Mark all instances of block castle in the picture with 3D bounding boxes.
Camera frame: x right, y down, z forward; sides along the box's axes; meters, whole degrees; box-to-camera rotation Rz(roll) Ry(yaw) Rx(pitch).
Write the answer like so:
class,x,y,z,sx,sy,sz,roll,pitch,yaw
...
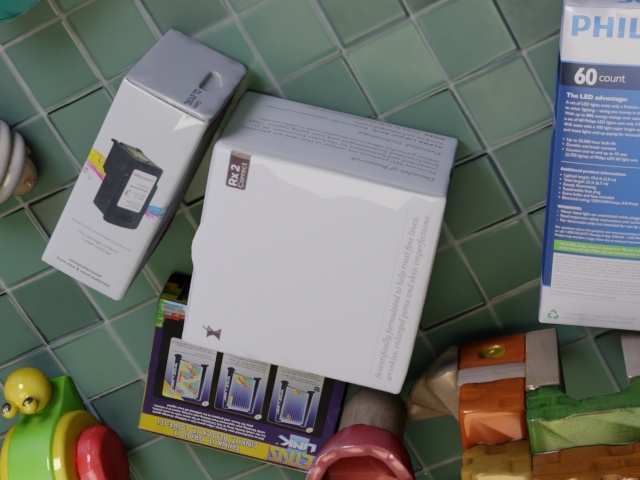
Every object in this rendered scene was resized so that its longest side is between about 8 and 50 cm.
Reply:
class,x,y,z,sx,sy,sz,roll,pitch,yaw
block castle,0.234,0.242,1.195,0.453,0.213,0.303,-8,108,10

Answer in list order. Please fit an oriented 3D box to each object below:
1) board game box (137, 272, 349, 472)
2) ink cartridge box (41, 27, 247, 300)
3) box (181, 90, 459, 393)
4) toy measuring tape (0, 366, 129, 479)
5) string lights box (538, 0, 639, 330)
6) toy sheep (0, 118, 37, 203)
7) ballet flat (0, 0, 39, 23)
class,x,y,z,sx,sy,sz,roll,pitch,yaw
board game box,-0.061,0.115,1.322,0.170,0.048,0.141,14,120,3
ink cartridge box,-0.135,-0.062,1.202,0.072,0.127,0.175,28,117,-1
box,0.000,0.000,1.212,0.181,0.119,0.181,14,119,4
toy measuring tape,-0.209,0.262,1.387,0.121,0.121,0.330,-14,113,17
string lights box,0.239,-0.062,1.160,0.133,0.077,0.260,5,117,8
toy sheep,-0.289,-0.067,1.251,0.132,0.091,0.091,16,124,-34
ballet flat,-0.159,-0.317,1.076,0.409,0.147,0.147,-37,105,26
